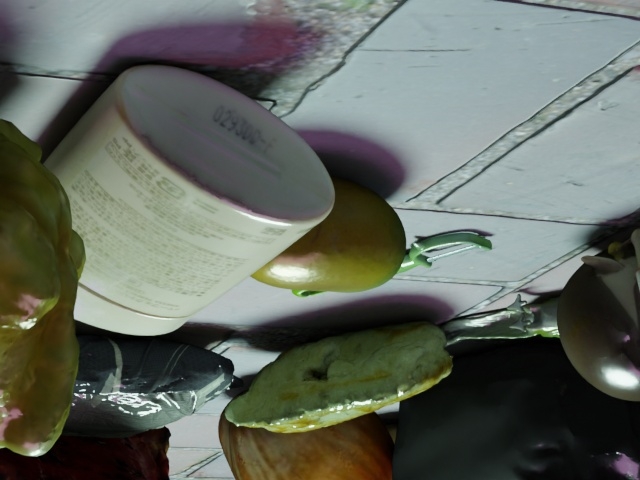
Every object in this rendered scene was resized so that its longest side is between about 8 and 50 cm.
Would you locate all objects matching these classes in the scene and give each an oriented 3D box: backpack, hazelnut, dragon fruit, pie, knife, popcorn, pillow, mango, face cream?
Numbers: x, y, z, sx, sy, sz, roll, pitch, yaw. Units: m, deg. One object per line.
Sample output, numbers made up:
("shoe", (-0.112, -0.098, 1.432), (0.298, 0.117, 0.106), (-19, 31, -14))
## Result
("backpack", (0.314, 0.249, 2.184), (0.446, 0.254, 0.363), (4, 168, -31))
("hazelnut", (-0.020, 0.254, 2.236), (0.210, 0.186, 0.210), (-2, -179, 0))
("dragon fruit", (-0.282, 0.302, 2.098), (0.286, 0.228, 0.329), (27, -168, 20))
("pie", (0.023, 0.140, 2.014), (0.248, 0.090, 0.201), (-18, 177, 31))
("knife", (0.053, 0.023, 1.776), (0.212, 0.015, 0.054), (-16, 158, 36))
("popcorn", (-0.286, 0.035, 1.313), (0.274, 0.279, 0.335), (49, 142, -16))
("pillow", (-0.246, 0.140, 1.971), (0.335, 0.092, 0.161), (6, 157, -27))
("mango", (0.000, 0.000, 1.564), (0.130, 0.091, 0.195), (-7, 165, 14))
("face cream", (-0.128, -0.016, 1.461), (0.173, 0.081, 0.348), (30, 153, -12))

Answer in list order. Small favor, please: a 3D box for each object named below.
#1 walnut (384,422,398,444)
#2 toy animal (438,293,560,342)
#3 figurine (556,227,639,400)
("walnut", (0.108, 0.339, 2.462), (0.228, 0.228, 0.228), (-3, 163, -1))
("toy animal", (0.193, 0.079, 1.947), (0.217, 0.041, 0.075), (-9, 168, 30))
("figurine", (0.304, 0.060, 1.732), (0.158, 0.161, 0.275), (-36, -177, -31))
